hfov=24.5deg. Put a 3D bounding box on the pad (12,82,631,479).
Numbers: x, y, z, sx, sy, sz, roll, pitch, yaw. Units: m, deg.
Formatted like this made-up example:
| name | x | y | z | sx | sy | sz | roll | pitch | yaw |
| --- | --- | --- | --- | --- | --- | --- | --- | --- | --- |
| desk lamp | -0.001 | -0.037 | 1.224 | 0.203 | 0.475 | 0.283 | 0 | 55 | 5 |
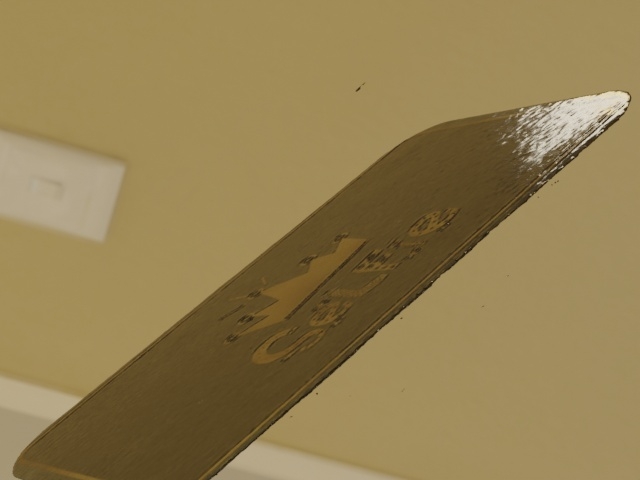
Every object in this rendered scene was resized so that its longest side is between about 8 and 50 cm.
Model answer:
| name | x | y | z | sx | sy | sz | roll | pitch | yaw |
| --- | --- | --- | --- | --- | --- | --- | --- | --- | --- |
| pad | 0.001 | 0.001 | 0.805 | 0.375 | 0.063 | 0.315 | -40 | 18 | -26 |
